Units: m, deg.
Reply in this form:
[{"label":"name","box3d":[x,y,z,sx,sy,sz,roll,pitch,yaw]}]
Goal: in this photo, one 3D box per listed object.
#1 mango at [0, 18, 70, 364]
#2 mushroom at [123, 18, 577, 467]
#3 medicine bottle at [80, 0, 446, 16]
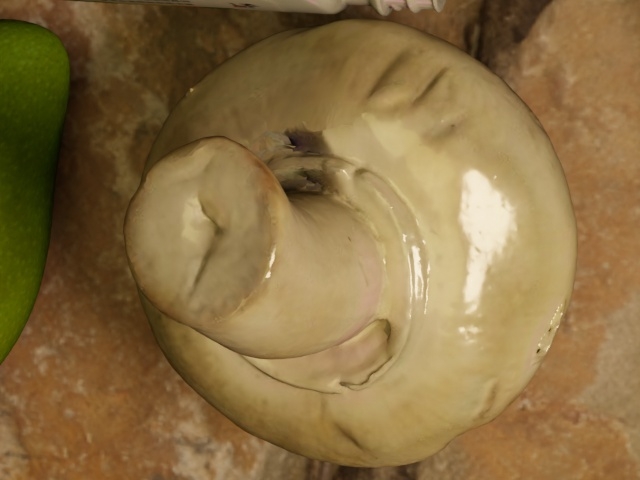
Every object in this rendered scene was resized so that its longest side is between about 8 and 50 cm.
[{"label":"mango","box3d":[-0.287,-0.011,1.420,0.192,0.156,0.343,31,105,3]},{"label":"mushroom","box3d":[-0.001,-0.013,1.313,0.315,0.315,0.356,-41,126,17]},{"label":"medicine bottle","box3d":[-0.072,-0.219,1.318,0.324,0.179,0.124,3,103,10]}]
